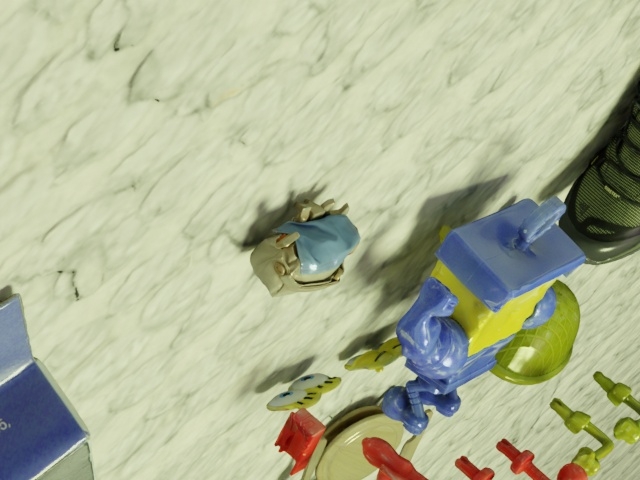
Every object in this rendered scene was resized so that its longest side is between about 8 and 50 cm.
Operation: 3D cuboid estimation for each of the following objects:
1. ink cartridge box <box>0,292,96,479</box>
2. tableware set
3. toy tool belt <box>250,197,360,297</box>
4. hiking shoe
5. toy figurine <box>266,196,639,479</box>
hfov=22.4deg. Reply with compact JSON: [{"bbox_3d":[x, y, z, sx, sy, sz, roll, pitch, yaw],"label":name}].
[{"bbox_3d":[-0.258,0.201,0.883,0.304,0.072,0.307,-34,158,-21],"label":"ink cartridge box"},{"bbox_3d":[0.011,0.207,1.386,0.128,0.039,0.194,-9,136,-35],"label":"tableware set"},{"bbox_3d":[0.000,0.000,0.974,0.083,0.052,0.051,-25,160,-39],"label":"toy tool belt"},{"bbox_3d":[0.256,-0.084,1.238,0.227,0.086,0.114,-49,147,-5],"label":"hiking shoe"},{"bbox_3d":[0.152,0.059,1.175,0.363,0.191,0.217,-19,143,-47],"label":"toy figurine"}]
